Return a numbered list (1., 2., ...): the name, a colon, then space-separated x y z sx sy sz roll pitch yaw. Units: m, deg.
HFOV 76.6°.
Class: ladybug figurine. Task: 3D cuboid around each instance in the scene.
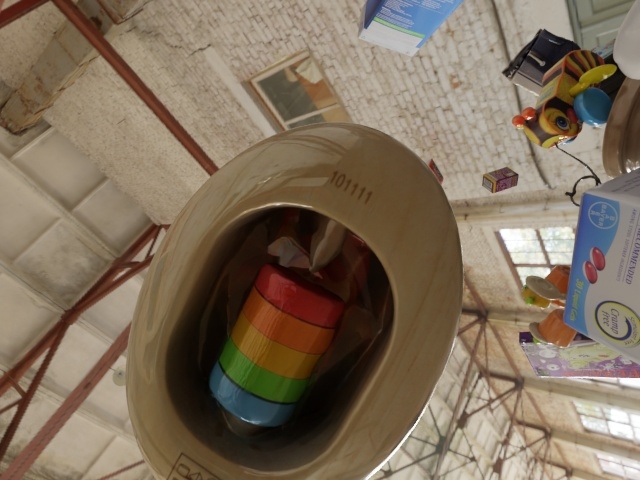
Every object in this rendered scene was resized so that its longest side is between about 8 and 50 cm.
1. ladybug figurine: -0.035 0.097 0.442 0.449 0.305 0.162 -59 -5 11

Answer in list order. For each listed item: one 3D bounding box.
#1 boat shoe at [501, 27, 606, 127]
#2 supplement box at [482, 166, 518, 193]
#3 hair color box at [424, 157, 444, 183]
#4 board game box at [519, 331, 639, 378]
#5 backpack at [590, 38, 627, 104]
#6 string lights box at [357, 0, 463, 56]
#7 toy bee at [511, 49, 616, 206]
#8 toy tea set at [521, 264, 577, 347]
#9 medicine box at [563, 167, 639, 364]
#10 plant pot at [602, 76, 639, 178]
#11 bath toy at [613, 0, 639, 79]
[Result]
1. boat shoe: 0.709 -0.461 1.149 0.340 0.158 0.127 27 -148 -3
2. supplement box: 0.530 -0.179 1.197 0.083 0.055 0.043 -17 -53 -7
3. hair color box: 0.138 -0.066 0.621 0.043 0.072 0.141 52 -138 -17
4. board game box: 0.818 0.346 1.231 0.208 0.346 0.056 48 -135 -31
5. backpack: 0.933 -0.525 1.361 0.253 0.191 0.225 -35 -65 0
6. string lights box: 0.182 -0.460 0.746 0.133 0.259 0.077 11 -101 -17
7. toy bee: 0.438 -0.237 0.734 0.162 0.195 0.298 17 -129 -11
8. toy tea set: 0.602 0.177 1.022 0.336 0.200 0.124 -9 -50 -35
9. medicine box: 0.547 0.062 0.589 0.149 0.289 0.264 -19 -62 -20
10. plant pot: 0.622 -0.214 0.717 0.237 0.109 0.237 -14 -63 -29
11. bath toy: 0.519 -0.269 0.424 0.151 0.348 0.129 -53 -46 -50
